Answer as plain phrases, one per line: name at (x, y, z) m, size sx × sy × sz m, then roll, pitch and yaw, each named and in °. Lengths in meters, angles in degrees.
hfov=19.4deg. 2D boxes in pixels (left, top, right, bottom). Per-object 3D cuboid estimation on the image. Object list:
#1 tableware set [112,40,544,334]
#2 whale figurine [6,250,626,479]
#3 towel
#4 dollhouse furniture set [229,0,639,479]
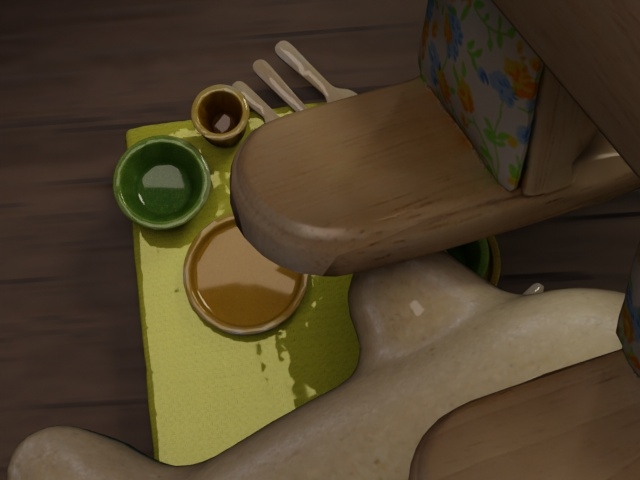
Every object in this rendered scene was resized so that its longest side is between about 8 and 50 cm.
tableware set at (0.000, 0.000, 0.701) m, size 0.104 × 0.024 × 0.154 m, roll -43°, pitch 78°, yaw -8°
whale figurine at (0.034, 0.110, 0.631) m, size 0.272 × 0.141 × 0.216 m, roll -6°, pitch 81°, yaw 10°
towel at (-0.013, 0.065, 0.709) m, size 0.102 × 0.021 × 0.237 m, roll -7°, pitch 75°, yaw 0°
dollhouse furniture set at (-0.015, -0.148, 0.483) m, size 0.257 × 0.362 × 0.394 m, roll -17°, pitch 48°, yaw -18°
